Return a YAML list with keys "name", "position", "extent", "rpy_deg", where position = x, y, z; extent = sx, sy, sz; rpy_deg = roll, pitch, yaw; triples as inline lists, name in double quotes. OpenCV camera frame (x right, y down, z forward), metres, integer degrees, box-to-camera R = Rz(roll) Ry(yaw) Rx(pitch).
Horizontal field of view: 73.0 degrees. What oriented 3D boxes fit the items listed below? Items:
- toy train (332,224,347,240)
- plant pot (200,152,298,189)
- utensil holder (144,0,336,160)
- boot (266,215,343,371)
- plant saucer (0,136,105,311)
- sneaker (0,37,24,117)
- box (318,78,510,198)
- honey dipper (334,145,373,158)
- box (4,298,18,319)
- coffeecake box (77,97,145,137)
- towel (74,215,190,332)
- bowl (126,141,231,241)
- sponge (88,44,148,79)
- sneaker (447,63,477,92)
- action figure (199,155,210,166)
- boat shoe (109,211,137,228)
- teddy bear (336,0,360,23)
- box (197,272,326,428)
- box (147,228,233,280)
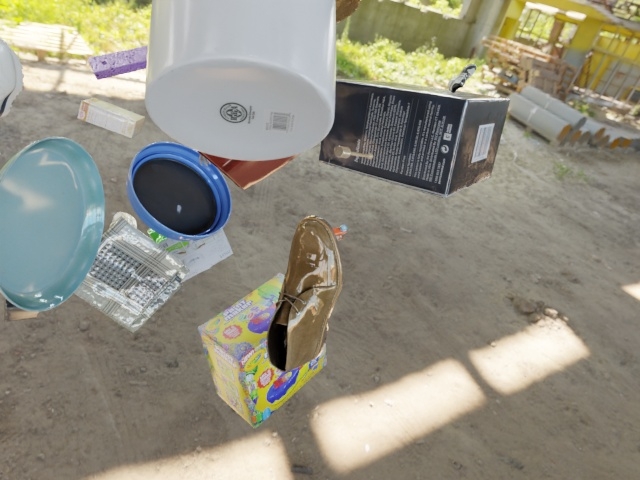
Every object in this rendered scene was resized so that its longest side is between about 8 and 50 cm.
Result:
- name: "toy train"
  position: [0.000, 0.000, 1.258]
  extent: [0.125, 0.166, 0.046]
  rpy_deg: [-10, 82, -39]
- name: "plant pot"
  position: [-0.204, -0.287, 1.095]
  extent: [0.267, 0.235, 0.267]
  rpy_deg: [40, -3, 9]
- name: "utensil holder"
  position: [-0.131, -0.379, 0.757]
  extent: [0.328, 0.327, 0.385]
  rpy_deg: [6, 73, -18]
- name: "boot"
  position: [-0.035, 0.107, 0.816]
  extent: [0.112, 0.305, 0.115]
  rpy_deg: [14, 15, 28]
- name: "plant saucer"
  position: [-0.499, -0.031, 0.791]
  extent: [0.044, 0.317, 0.317]
  rpy_deg: [8, 31, 1]
- name: "sneaker"
  position: [-0.710, -0.331, 0.916]
  extent: [0.090, 0.235, 0.095]
  rpy_deg: [48, 39, -3]
- name: "box"
  position: [0.330, -0.380, 1.505]
  extent: [0.472, 0.297, 0.480]
  rpy_deg: [20, 26, 31]
- name: "honey dipper"
  position: [0.097, -0.238, 1.198]
  extent: [0.030, 0.030, 0.161]
  rpy_deg: [38, 25, 31]
- name: "box"
  position: [-0.999, 0.157, 1.447]
  extent: [0.103, 0.261, 0.184]
  rpy_deg: [2, 71, -37]
- name: "coffeecake box"
  position: [-0.760, -0.450, 1.583]
  extent: [0.186, 0.068, 0.142]
  rpy_deg: [19, 18, -16]
- name: "towel"
  position: [-0.666, 0.130, 1.506]
  extent: [0.324, 0.312, 0.056]
  rpy_deg: [45, -7, -29]
- name: "bowl"
  position: [-0.513, -0.174, 1.584]
  extent: [0.391, 0.077, 0.391]
  rpy_deg: [26, 49, -34]
- name: "sponge"
  position: [-0.649, -0.594, 1.435]
  extent: [0.210, 0.031, 0.117]
  rpy_deg: [-22, 51, -17]
- name: "sneaker"
  position: [0.354, -0.398, 1.070]
  extent: [0.032, 0.083, 0.036]
  rpy_deg: [22, 51, -25]
- name: "action figure"
  position: [-0.308, -0.291, 1.276]
  extent: [0.276, 0.164, 0.140]
  rpy_deg: [14, 69, -42]
- name: "boat shoe"
  position: [-0.849, -0.053, 1.847]
  extent: [0.277, 0.098, 0.096]
  rpy_deg: [45, 0, 42]
- name: "teddy bear"
  position: [-0.052, -0.611, 1.216]
  extent: [0.245, 0.338, 0.113]
  rpy_deg: [-28, 88, -48]
- name: "box"
  position: [-0.147, 0.298, 1.207]
  extent: [0.177, 0.279, 0.290]
  rpy_deg: [25, 44, 36]
- name: "box"
  position: [-0.527, 0.011, 1.781]
  extent: [0.262, 0.231, 0.127]
  rpy_deg: [-32, 44, -18]
